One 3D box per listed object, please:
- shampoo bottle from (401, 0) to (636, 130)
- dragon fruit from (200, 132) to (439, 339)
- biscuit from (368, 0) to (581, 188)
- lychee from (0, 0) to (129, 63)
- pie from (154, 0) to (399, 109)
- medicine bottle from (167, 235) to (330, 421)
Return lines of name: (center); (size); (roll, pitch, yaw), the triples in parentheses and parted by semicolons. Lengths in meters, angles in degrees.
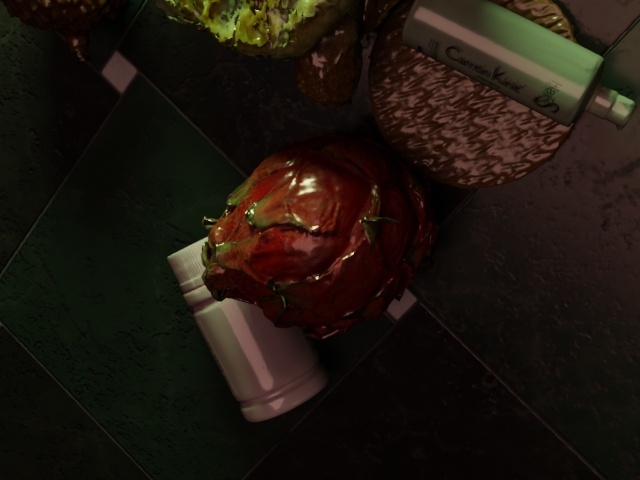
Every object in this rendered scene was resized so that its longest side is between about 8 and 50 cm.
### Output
shampoo bottle: (0.221, -0.197, 1.027); (0.262, 0.085, 0.085); (30, 114, 12)
dragon fruit: (0.000, 0.000, 1.119); (0.298, 0.244, 0.244); (-21, 96, -4)
biscuit: (0.183, -0.189, 1.113); (0.261, 0.037, 0.262); (6, 106, 21)
lychee: (-0.329, -0.346, 1.198); (0.200, 0.200, 0.238); (-2, 100, 23)
pie: (-0.061, -0.394, 1.020); (0.418, 0.180, 0.395); (40, 113, 20)
medicine bottle: (-0.096, 0.106, 1.257); (0.133, 0.133, 0.250); (-24, 96, 26)
